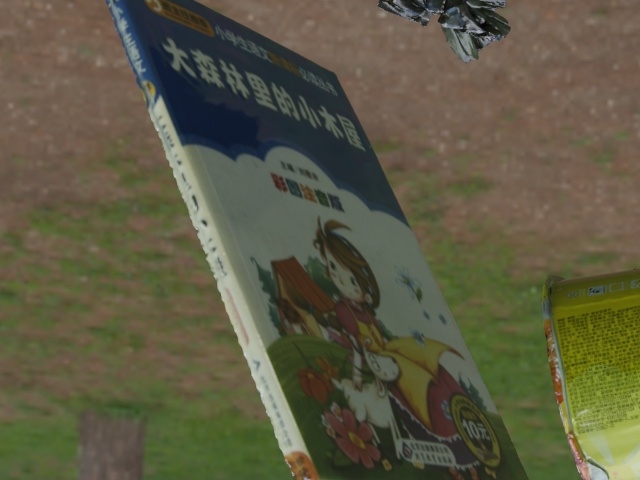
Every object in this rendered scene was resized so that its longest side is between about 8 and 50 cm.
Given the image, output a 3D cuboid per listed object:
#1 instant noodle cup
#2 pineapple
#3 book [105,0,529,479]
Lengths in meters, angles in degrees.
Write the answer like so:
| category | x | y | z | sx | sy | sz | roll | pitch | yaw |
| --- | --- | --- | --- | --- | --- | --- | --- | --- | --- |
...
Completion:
| category | x | y | z | sx | sy | sz | roll | pitch | yaw |
| --- | --- | --- | --- | --- | --- | --- | --- | --- | --- |
| instant noodle cup | 0.344 | 0.132 | 1.336 | 0.200 | 0.264 | 0.264 | -17 | 162 | 18 |
| pineapple | 0.059 | -0.167 | 0.854 | 0.074 | 0.074 | 0.159 | -7 | 145 | 44 |
| book | 0.000 | 0.000 | 0.783 | 0.018 | 0.322 | 0.228 | -35 | 152 | 23 |
